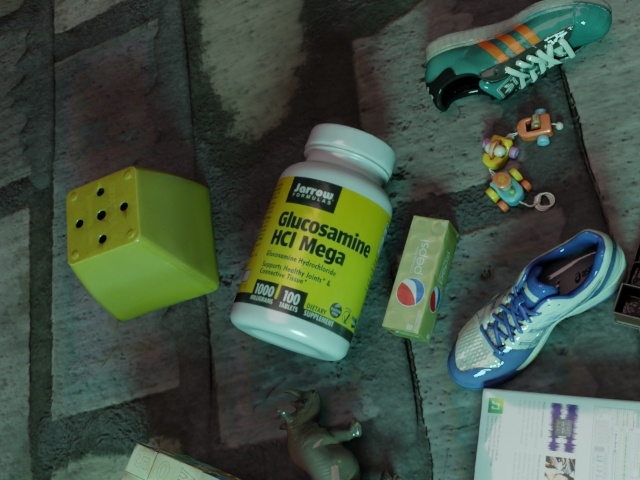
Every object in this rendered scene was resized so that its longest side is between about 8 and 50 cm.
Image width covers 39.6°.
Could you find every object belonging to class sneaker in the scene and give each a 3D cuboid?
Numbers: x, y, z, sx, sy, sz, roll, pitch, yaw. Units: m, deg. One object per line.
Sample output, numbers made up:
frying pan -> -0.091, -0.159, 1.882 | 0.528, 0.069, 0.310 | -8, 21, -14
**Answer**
sneaker -> 0.282, 0.086, 1.223 | 0.296, 0.131, 0.112 | -43, 59, 6
sneaker -> 0.306, -0.279, 1.383 | 0.302, 0.108, 0.121 | -13, 64, 30

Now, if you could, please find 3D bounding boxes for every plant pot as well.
plant pot -> -0.321, -0.009, 1.527 | 0.212, 0.187, 0.212 | -19, 62, 19

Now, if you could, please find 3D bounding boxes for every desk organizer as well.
desk organizer -> 0.439, 0.052, 1.206 | 0.047, 0.050, 0.130 | 14, 76, 30

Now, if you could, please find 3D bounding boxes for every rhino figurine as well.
rhino figurine -> 0.012, 0.301, 1.283 | 0.106, 0.073, 0.243 | -30, 54, -16

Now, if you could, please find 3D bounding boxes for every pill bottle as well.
pill bottle -> 0.000, 0.000, 1.362 | 0.188, 0.188, 0.334 | 11, 75, 29

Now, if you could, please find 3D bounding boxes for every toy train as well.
toy train -> 0.304, -0.126, 1.349 | 0.125, 0.046, 0.166 | -6, 66, 24

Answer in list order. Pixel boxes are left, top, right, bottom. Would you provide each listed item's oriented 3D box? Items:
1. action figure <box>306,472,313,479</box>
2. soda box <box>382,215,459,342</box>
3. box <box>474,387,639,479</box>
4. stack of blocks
action figure -> 0.006, 0.358, 1.306 | 0.038, 0.030, 0.115 | -45, 59, -3
soda box -> 0.153, 0.057, 1.341 | 0.061, 0.058, 0.181 | 10, 75, 29
box -> 0.356, 0.319, 1.133 | 0.322, 0.058, 0.232 | 1, 70, 28
stack of blocks -> -0.123, 0.390, 1.271 | 0.297, 0.171, 0.087 | 14, 76, 31
